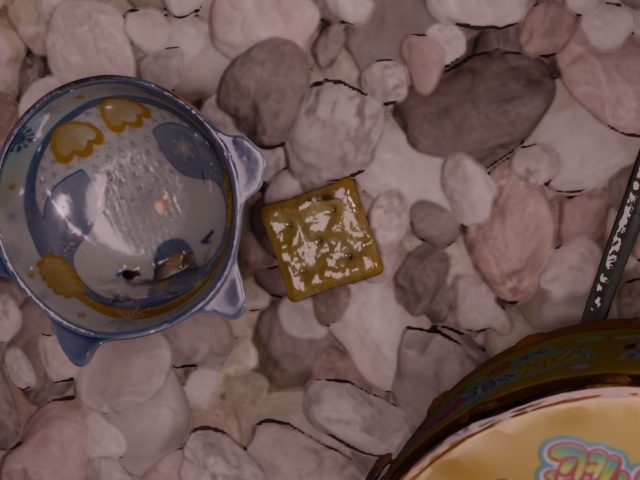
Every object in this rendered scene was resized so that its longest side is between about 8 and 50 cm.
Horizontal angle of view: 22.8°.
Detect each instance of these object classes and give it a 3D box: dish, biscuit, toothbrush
[{"bbox_3d":[-0.147,-0.016,1.244,0.236,0.086,0.228,7,98,15],"label":"dish"},{"bbox_3d":[0.000,0.000,1.237,0.083,0.018,0.081,-18,91,18],"label":"biscuit"},{"bbox_3d":[0.207,0.040,1.174,0.030,0.030,0.297,23,102,21],"label":"toothbrush"}]

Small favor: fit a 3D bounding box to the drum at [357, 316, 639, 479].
[{"bbox_3d":[0.214,0.269,1.080,0.431,0.214,0.431,2,100,13],"label":"drum"}]
